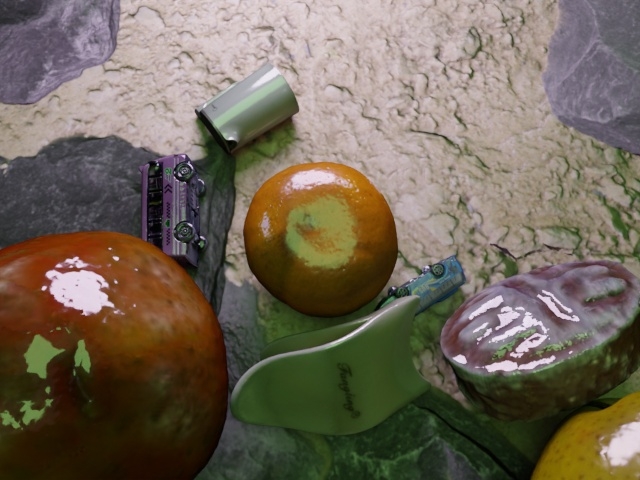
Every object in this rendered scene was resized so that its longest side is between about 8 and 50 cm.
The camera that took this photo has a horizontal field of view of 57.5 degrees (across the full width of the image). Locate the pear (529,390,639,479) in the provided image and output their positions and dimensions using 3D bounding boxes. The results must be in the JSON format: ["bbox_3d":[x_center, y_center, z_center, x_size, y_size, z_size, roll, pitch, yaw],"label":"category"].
[{"bbox_3d":[0.419,0.382,0.670,0.363,0.362,0.418,-10,76,-4],"label":"pear"}]

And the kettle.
[{"bbox_3d":[-0.131,-0.232,1.001,0.148,0.098,0.126,-35,81,-8],"label":"kettle"}]

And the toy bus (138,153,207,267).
[{"bbox_3d":[-0.242,-0.046,0.942,0.099,0.087,0.178,-5,74,4],"label":"toy bus"}]

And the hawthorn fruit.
[{"bbox_3d":[-0.322,0.165,0.716,0.403,0.403,0.402,0,72,-1],"label":"hawthorn fruit"}]

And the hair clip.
[{"bbox_3d":[0.017,0.191,0.834,0.282,0.113,0.172,-8,114,6],"label":"hair clip"}]

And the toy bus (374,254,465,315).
[{"bbox_3d":[0.159,0.082,0.927,0.153,0.051,0.061,-31,87,-11],"label":"toy bus"}]

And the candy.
[{"bbox_3d":[0.318,0.139,0.828,0.290,0.214,0.157,-24,113,-6],"label":"candy"}]

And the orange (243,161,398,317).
[{"bbox_3d":[0.000,0.000,0.886,0.240,0.171,0.240,1,75,-3],"label":"orange"}]
